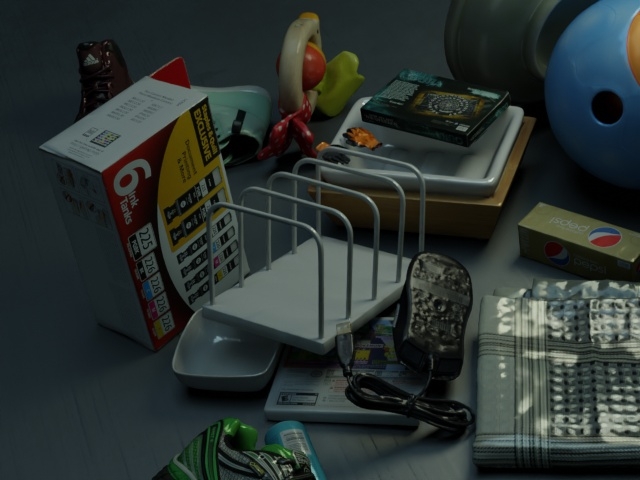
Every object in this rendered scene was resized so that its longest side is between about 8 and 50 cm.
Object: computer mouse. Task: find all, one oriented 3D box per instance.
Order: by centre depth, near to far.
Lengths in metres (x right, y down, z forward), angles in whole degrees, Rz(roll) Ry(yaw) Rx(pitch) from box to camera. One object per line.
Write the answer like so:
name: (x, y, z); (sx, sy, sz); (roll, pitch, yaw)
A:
computer mouse: (0.101, 0.121, 1.705); (0.184, 0.060, 0.262); (14, 53, -14)

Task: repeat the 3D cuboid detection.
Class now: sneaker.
sneaker: (-0.050, 0.302, 1.473); (0.344, 0.134, 0.146); (33, 82, 42)
sneaker: (-0.210, -0.181, 2.214); (0.256, 0.094, 0.151); (-6, 40, 9)
sneaker: (-0.390, -0.246, 2.284); (0.107, 0.162, 0.281); (-5, 37, 9)

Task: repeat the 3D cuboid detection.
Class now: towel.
towel: (0.349, 0.152, 1.667); (0.312, 0.056, 0.324); (-2, 37, 12)

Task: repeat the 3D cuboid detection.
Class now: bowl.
bowl: (-0.116, 0.149, 1.792); (0.142, 0.053, 0.142); (1, 40, 15)

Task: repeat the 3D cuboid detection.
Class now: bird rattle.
bird rattle: (-0.039, -0.250, 2.169); (0.143, 0.206, 0.253); (9, 37, 21)

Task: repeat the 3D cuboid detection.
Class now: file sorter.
file sorter: (0.000, 0.000, 1.804); (0.193, 0.173, 0.278); (16, 28, 30)

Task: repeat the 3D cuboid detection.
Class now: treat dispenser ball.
treat dispenser ball: (0.465, -0.216, 1.922); (0.288, 0.288, 0.288); (-7, 37, 5)

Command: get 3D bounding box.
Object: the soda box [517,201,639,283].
soda box: (0.363, 0.008, 1.848); (0.181, 0.058, 0.061); (21, 48, 34)

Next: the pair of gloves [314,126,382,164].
pair of gloves: (0.040, -0.139, 1.965); (0.083, 0.010, 0.074); (-30, 41, -21)

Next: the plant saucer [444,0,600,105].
plant saucer: (0.381, -0.347, 2.040); (0.401, 0.400, 0.100); (-23, 50, -15)

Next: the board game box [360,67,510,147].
board game box: (0.170, -0.198, 1.996); (0.186, 0.026, 0.126); (18, 45, 33)

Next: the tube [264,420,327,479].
tube: (-0.016, 0.302, 1.575); (0.080, 0.052, 0.207); (-25, 43, 3)

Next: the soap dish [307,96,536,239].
soap dish: (0.156, -0.108, 2.003); (0.291, 0.118, 0.229); (5, 40, 21)

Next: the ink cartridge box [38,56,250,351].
ink cartridge box: (-0.212, -0.056, 1.871); (0.130, 0.309, 0.272); (21, 48, 35)

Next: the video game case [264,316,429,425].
video game case: (0.044, 0.167, 1.754); (0.201, 0.023, 0.183); (0, 39, 16)
